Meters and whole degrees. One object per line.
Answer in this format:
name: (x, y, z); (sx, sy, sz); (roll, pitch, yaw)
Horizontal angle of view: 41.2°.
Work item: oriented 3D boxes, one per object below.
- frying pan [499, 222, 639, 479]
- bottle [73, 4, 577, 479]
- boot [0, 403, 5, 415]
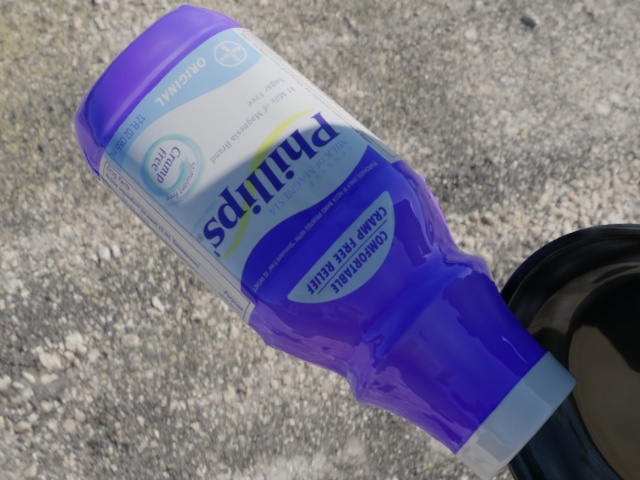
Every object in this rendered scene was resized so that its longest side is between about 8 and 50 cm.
frying pan: (0.150, 0.023, 0.390); (0.053, 0.197, 0.326); (-17, 102, -38)
bottle: (0.000, 0.000, 0.440); (0.283, 0.092, 0.118); (43, 86, 16)
boot: (-0.432, 0.100, 0.774); (0.280, 0.264, 0.096); (41, 81, -21)
